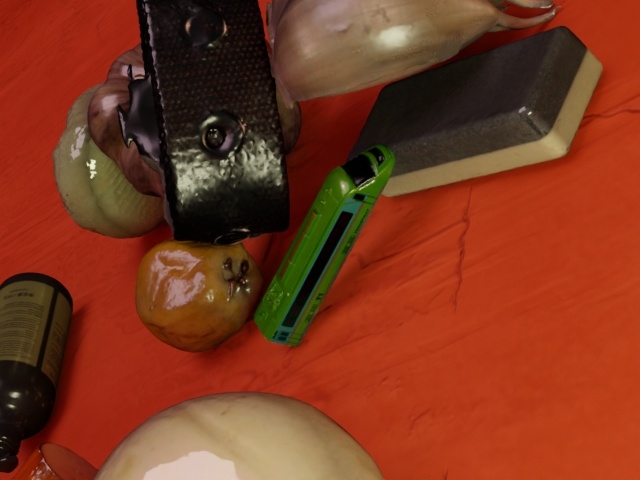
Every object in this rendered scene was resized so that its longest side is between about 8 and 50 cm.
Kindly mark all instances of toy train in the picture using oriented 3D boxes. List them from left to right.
[{"bbox_3d":[0.000,0.000,1.250,0.209,0.042,0.044,-62,37,22],"label":"toy train"}]

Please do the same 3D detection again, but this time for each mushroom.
[{"bbox_3d":[-0.058,0.232,0.987,0.246,0.202,0.246,-4,74,12],"label":"mushroom"}]

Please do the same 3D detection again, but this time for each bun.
[{"bbox_3d":[-0.252,-0.100,1.676,0.118,0.195,0.195,4,59,40],"label":"bun"}]

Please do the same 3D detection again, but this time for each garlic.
[{"bbox_3d":[-0.138,-0.139,1.566,0.245,0.245,0.160,-61,-15,-17],"label":"garlic"},{"bbox_3d":[0.065,-0.205,1.284,0.292,0.237,0.210,-19,62,24],"label":"garlic"}]

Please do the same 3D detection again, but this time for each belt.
[{"bbox_3d":[-0.122,-0.134,1.378,0.184,0.164,0.289,105,156,-71],"label":"belt"}]

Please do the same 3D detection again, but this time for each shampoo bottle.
[{"bbox_3d":[-0.365,0.163,1.643,0.101,0.101,0.284,-38,31,27],"label":"shampoo bottle"}]

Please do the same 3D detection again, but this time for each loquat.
[{"bbox_3d":[-0.123,0.048,1.392,0.137,0.113,0.137,-25,33,18],"label":"loquat"}]

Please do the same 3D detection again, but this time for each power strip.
[{"bbox_3d":[0.130,-0.109,1.225,0.256,0.070,0.105,-10,45,52],"label":"power strip"}]

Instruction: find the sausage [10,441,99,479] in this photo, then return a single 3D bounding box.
[{"bbox_3d":[-0.345,0.348,1.401,0.312,0.093,0.093,-50,27,8],"label":"sausage"}]
